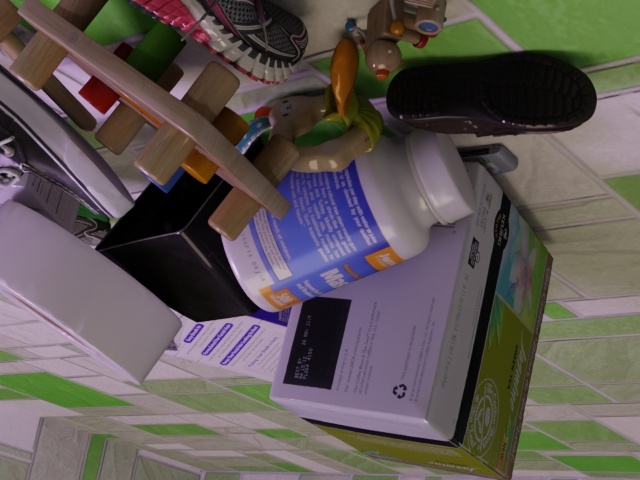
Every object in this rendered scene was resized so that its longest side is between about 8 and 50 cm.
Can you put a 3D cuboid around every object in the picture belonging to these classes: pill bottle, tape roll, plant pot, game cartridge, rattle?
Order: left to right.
[{"bbox_3d":[-0.319,0.069,1.557,0.286,0.100,0.286,32,166,9],"label":"tape roll"},{"bbox_3d":[-0.137,0.000,1.543,0.188,0.187,0.167,-12,124,44],"label":"plant pot"},{"bbox_3d":[-0.036,-0.157,1.331,0.200,0.130,0.143,26,164,42],"label":"rattle"},{"bbox_3d":[0.034,-0.031,1.385,0.272,0.152,0.152,-22,149,17],"label":"pill bottle"},{"bbox_3d":[0.195,-0.096,1.464,0.083,0.017,0.056,-6,158,36],"label":"game cartridge"}]

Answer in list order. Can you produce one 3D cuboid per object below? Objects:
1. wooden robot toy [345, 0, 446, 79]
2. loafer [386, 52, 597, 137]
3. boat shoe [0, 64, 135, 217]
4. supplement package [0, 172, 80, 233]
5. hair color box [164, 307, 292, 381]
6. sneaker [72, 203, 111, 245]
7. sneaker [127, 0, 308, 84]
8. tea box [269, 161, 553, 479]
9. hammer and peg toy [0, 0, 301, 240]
[{"bbox_3d":[0.076,-0.193,1.167,0.076,0.079,0.173,17,159,-19],"label":"wooden robot toy"},{"bbox_3d":[0.182,-0.148,1.261,0.220,0.080,0.078,6,170,24],"label":"loafer"},{"bbox_3d":[-0.348,-0.116,1.342,0.306,0.105,0.113,42,-179,-11],"label":"boat shoe"},{"bbox_3d":[-0.401,-0.087,1.626,0.105,0.105,0.179,7,159,12],"label":"supplement package"},{"bbox_3d":[-0.120,0.141,2.053,0.339,0.110,0.185,17,142,-22],"label":"hair color box"},{"bbox_3d":[-0.466,0.010,1.767,0.343,0.146,0.134,-9,173,-37],"label":"sneaker"},{"bbox_3d":[-0.090,-0.235,1.098,0.121,0.112,0.299,47,-168,29],"label":"sneaker"},{"bbox_3d":[0.132,0.106,1.559,0.220,0.329,0.323,5,161,29],"label":"tea box"},{"bbox_3d":[-0.199,-0.159,1.254,0.361,0.127,0.266,36,176,25],"label":"hammer and peg toy"}]
